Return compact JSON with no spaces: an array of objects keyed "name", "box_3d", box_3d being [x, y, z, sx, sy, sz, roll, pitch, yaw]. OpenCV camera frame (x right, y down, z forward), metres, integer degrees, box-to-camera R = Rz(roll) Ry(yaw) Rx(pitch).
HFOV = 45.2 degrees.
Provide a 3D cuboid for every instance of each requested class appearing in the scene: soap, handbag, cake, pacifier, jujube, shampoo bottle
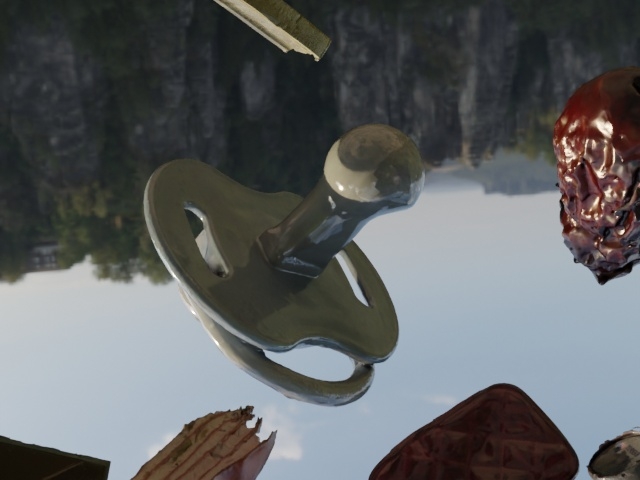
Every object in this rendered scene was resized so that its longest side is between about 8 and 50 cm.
[{"name":"soap","box_3d":[-0.097,-0.310,0.989,0.092,0.037,0.252,26,180,44]},{"name":"handbag","box_3d":[0.160,0.265,0.838,0.225,0.146,0.135,-32,155,-10]},{"name":"cake","box_3d":[-0.153,0.306,0.922,0.098,0.135,0.287,3,-151,35]},{"name":"pacifier","box_3d":[0.000,0.000,0.647,0.287,0.238,0.226,16,125,-43]},{"name":"jujube","box_3d":[0.203,-0.046,0.522,0.104,0.104,0.166,-3,147,3]},{"name":"shampoo bottle","box_3d":[0.321,0.272,0.677,0.072,0.214,0.072,-35,-178,1]}]

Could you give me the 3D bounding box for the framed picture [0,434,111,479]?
[{"name":"framed picture","box_3d":[-0.287,0.259,0.765,0.149,0.109,0.011,25,143,-31]}]
